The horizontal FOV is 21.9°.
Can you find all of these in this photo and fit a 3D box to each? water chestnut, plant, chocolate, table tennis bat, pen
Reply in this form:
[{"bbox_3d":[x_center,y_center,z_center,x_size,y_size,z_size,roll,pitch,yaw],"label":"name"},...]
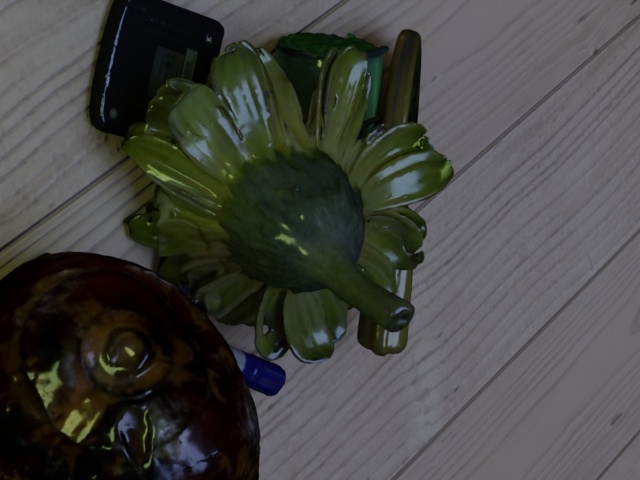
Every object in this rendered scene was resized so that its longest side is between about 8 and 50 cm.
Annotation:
[{"bbox_3d":[-0.175,0.148,1.314,0.244,0.289,0.289,-34,126,-70],"label":"water chestnut"},{"bbox_3d":[-0.031,0.007,1.427,0.306,0.261,0.297,18,47,-37],"label":"plant"},{"bbox_3d":[0.002,-0.045,1.565,0.110,0.110,0.291,-14,113,-44],"label":"chocolate"},{"bbox_3d":[0.072,-0.046,1.617,0.198,0.050,0.320,-33,128,-82],"label":"table tennis bat"},{"bbox_3d":[-0.126,0.090,1.506,0.269,0.033,0.033,30,77,-45],"label":"pen"}]

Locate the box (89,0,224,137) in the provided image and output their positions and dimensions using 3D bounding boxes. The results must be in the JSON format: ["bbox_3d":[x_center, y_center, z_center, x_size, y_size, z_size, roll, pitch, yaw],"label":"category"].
[{"bbox_3d":[-0.142,-0.145,1.443,0.125,0.027,0.126,14,88,-47],"label":"box"}]
